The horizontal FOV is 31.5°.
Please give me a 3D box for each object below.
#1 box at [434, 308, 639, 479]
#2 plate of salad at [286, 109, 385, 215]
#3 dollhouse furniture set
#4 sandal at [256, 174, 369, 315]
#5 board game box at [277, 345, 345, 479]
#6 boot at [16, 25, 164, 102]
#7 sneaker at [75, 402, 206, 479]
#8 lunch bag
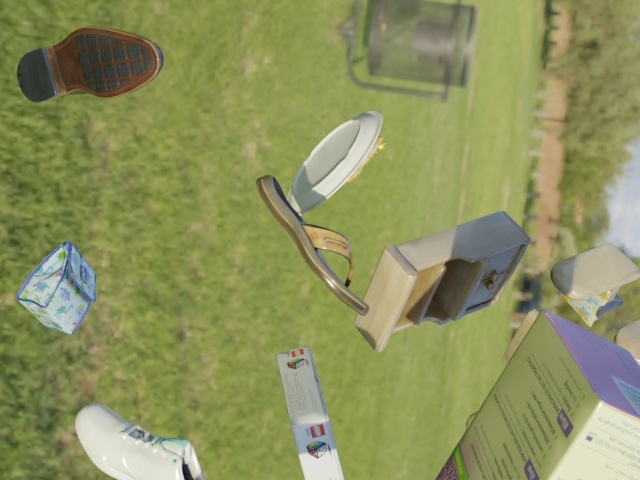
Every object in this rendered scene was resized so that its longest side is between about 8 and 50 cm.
[{"bbox_3d":[0.231,0.229,1.124,0.243,0.117,0.213,-60,-167,15],"label":"box"},{"bbox_3d":[0.024,-0.106,1.628,0.200,0.048,0.200,-42,-159,21],"label":"plate of salad"},{"bbox_3d":[0.278,0.166,1.663,0.257,0.394,0.362,-17,144,-33],"label":"dollhouse furniture set"},{"bbox_3d":[0.000,0.000,1.432,0.219,0.060,0.090,55,2,7],"label":"sandal"},{"bbox_3d":[0.005,0.324,1.572,0.193,0.053,0.305,-108,-176,-66],"label":"board game box"},{"bbox_3d":[-0.233,-0.203,1.274,0.106,0.219,0.082,-24,109,-50],"label":"boot"},{"bbox_3d":[-0.195,0.255,1.343,0.094,0.212,0.080,-53,170,29],"label":"sneaker"},{"bbox_3d":[-0.517,0.095,2.283,0.151,0.096,0.129,-64,153,-24],"label":"lunch bag"}]
